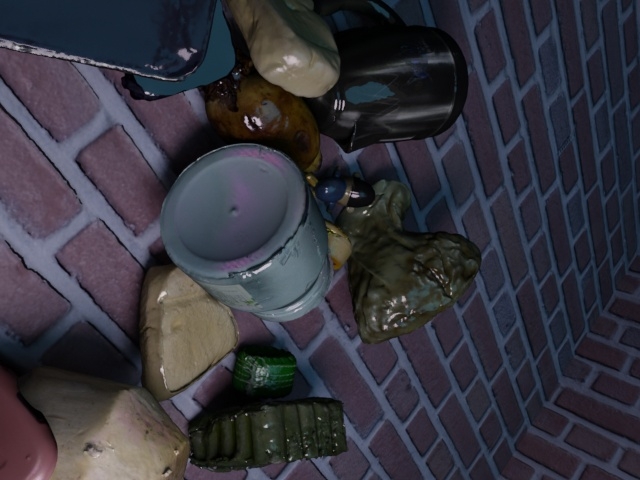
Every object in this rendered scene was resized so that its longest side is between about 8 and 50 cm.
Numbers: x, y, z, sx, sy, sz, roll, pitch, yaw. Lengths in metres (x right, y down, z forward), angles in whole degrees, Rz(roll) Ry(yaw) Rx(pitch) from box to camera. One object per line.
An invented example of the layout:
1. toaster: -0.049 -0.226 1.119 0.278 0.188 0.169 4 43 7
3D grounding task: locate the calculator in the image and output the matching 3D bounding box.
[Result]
1. calculator: -0.470 0.236 0.755 0.220 0.330 0.048 -44 156 -26

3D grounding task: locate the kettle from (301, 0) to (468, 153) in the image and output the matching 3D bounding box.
1. kettle: 0.083 -0.333 1.196 0.324 0.228 0.320 -15 89 -36

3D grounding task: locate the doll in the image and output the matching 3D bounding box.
1. doll: 0.039 -0.105 1.314 0.179 0.089 0.102 10 98 -23

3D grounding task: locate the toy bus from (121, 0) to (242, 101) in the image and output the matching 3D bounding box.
1. toy bus: -0.251 -0.400 0.841 0.171 0.162 0.386 -23 121 -18

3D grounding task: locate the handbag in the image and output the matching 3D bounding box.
1. handbag: -0.254 -0.365 0.683 0.304 0.122 0.329 6 108 -30

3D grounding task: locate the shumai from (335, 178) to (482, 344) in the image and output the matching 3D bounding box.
1. shumai: 0.143 0.037 1.360 0.330 0.292 0.288 -39 100 -30

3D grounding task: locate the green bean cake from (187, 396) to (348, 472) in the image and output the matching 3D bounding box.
1. green bean cake: -0.105 0.382 1.227 0.255 0.241 0.132 13 65 -45

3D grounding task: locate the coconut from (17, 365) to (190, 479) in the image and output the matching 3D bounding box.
1. coconut: -0.379 0.352 0.889 0.353 0.353 0.352 -18 117 -40

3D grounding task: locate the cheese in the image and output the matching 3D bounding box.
1. cheese: -0.065 -0.349 1.013 0.159 0.262 0.093 -2 150 -48

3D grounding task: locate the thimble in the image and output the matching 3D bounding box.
1. thimble: -0.115 0.268 1.270 0.130 0.118 0.090 7 97 -64

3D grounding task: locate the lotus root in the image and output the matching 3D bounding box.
1. lotus root: -0.093 -0.201 1.073 0.141 0.169 0.314 -54 132 -6

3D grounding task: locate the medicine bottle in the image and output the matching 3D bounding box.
1. medicine bottle: -0.101 0.008 1.068 0.245 0.245 0.290 -57 154 -13

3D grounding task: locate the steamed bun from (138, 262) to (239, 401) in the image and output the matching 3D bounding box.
1. steamed bun: -0.254 0.141 1.092 0.231 0.111 0.212 -28 111 -60

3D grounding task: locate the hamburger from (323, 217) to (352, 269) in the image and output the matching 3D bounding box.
1. hamburger: 0.000 0.000 1.277 0.141 0.127 0.081 30 70 -25
